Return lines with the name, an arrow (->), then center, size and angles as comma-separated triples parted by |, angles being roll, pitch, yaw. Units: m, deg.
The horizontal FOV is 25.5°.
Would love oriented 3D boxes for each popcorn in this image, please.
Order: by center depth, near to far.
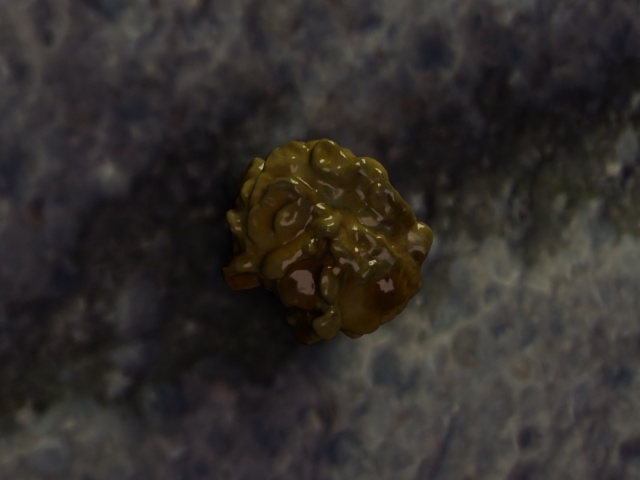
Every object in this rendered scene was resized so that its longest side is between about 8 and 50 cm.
popcorn -> 0.000, 0.000, 0.553 | 0.083, 0.057, 0.082 | -22, 100, -22
